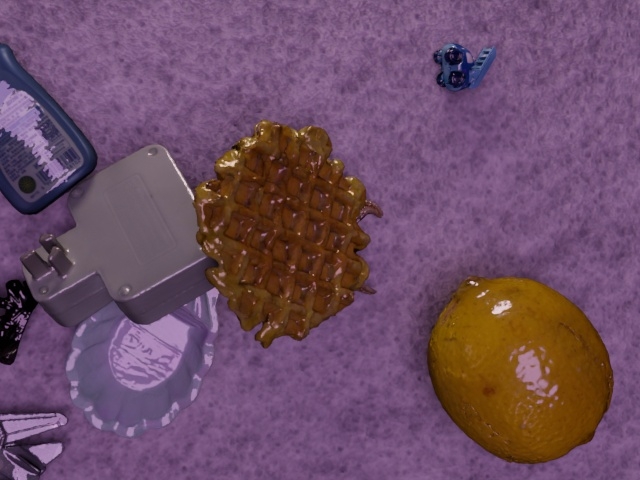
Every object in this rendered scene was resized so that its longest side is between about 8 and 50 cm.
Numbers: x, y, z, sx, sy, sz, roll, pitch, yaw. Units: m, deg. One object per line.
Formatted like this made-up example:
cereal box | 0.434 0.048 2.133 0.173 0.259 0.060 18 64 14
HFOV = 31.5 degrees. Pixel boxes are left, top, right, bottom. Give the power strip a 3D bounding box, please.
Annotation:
power strip | -0.288 0.001 1.580 0.261 0.141 0.229 -30 57 -4

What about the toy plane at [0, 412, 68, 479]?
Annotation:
toy plane | -0.522 0.284 1.653 0.267 0.088 0.212 34 74 2

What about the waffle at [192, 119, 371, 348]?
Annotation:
waffle | -0.046 -0.018 1.580 0.325 0.068 0.302 -38 114 -44

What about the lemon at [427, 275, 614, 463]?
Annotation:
lemon | 0.291 0.184 1.675 0.258 0.258 0.310 -39 103 -3

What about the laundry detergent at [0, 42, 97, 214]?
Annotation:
laundry detergent | -0.451 -0.184 1.614 0.143 0.094 0.290 -36 97 2

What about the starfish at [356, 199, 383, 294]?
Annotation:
starfish | -0.003 -0.002 1.715 0.213 0.057 0.238 -36 107 -10

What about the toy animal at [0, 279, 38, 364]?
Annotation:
toy animal | -0.516 0.086 1.618 0.210 0.117 0.121 23 99 -12

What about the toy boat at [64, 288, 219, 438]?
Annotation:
toy boat | -0.249 0.144 1.670 0.199 0.100 0.290 34 91 -11

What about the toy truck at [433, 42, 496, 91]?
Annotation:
toy truck | 0.223 -0.266 1.721 0.090 0.056 0.073 -14 103 -20
